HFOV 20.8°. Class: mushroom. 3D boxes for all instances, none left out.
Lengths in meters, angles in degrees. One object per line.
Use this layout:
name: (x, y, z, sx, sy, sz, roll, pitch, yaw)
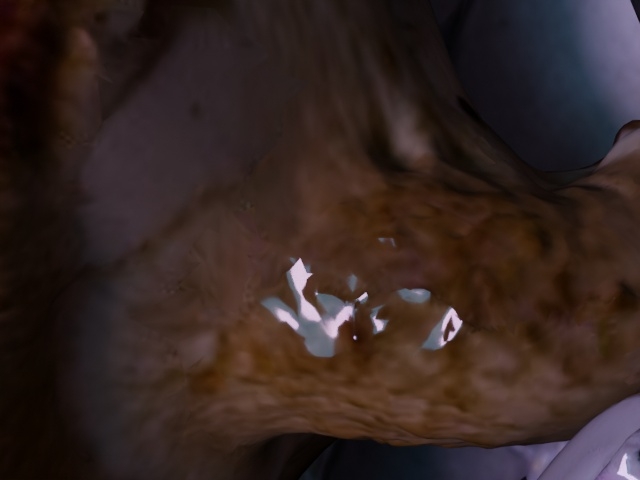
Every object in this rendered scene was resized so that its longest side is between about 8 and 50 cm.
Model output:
mushroom: (-0.032, -0.017, 0.482, 0.254, 0.267, 0.267, -24, 82, 37)

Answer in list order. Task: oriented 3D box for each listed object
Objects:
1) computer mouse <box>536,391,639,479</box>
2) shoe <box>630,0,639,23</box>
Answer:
computer mouse: (0.064, 0.145, 0.436, 0.126, 0.056, 0.245, 42, 120, 22)
shoe: (0.214, 0.014, 0.342, 0.132, 0.171, 0.336, -50, 42, -2)
